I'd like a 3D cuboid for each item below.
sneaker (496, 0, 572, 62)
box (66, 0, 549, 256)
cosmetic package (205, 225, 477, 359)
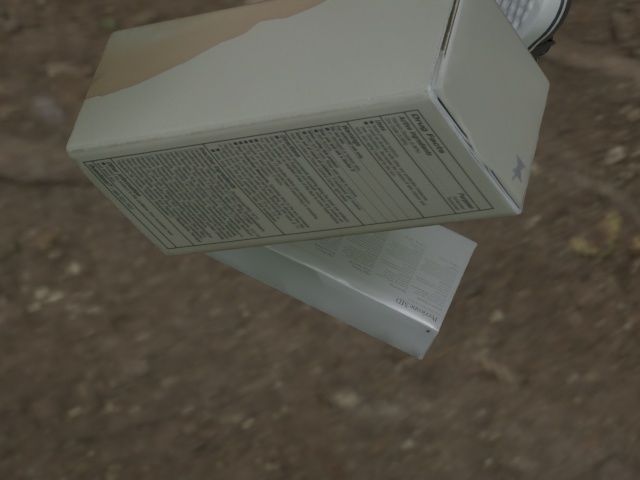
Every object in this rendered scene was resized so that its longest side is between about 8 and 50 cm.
[{"bbox_3d":[0.153,-0.208,1.754,0.321,0.127,0.126,-7,83,62],"label":"sneaker"},{"bbox_3d":[-0.009,-0.087,1.390,0.311,0.121,0.148,-6,142,31],"label":"box"},{"bbox_3d":[0.000,0.000,1.610,0.239,0.099,0.060,26,145,1],"label":"cosmetic package"}]
